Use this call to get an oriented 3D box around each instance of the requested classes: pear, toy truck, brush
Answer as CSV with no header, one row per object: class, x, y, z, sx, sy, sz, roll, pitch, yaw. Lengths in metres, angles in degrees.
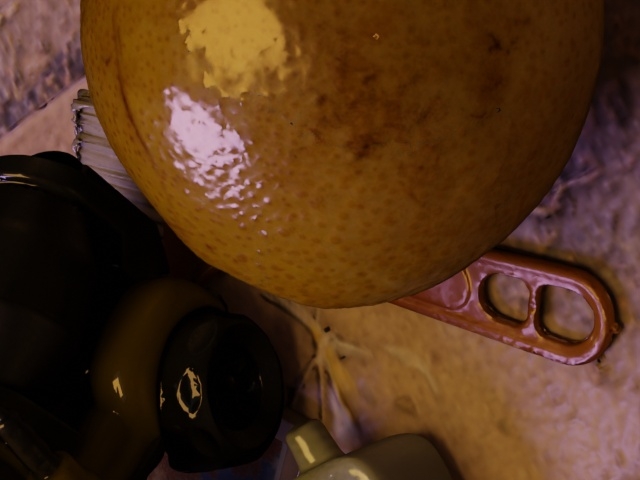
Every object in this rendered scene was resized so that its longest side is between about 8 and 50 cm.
pear,0.007,-0.074,0.764,0.209,0.209,0.209,10,106,37
toy truck,-0.132,0.081,0.879,0.147,0.224,0.165,-6,133,34
brush,0.000,0.000,0.905,0.314,0.017,0.090,16,113,35

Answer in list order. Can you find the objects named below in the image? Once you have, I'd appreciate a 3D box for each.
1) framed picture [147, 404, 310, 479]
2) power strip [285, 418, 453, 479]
framed picture,-0.095,0.165,1.018,0.184,0.016,0.250,29,117,31
power strip,0.079,0.251,0.866,0.091,0.062,0.385,-33,79,39
